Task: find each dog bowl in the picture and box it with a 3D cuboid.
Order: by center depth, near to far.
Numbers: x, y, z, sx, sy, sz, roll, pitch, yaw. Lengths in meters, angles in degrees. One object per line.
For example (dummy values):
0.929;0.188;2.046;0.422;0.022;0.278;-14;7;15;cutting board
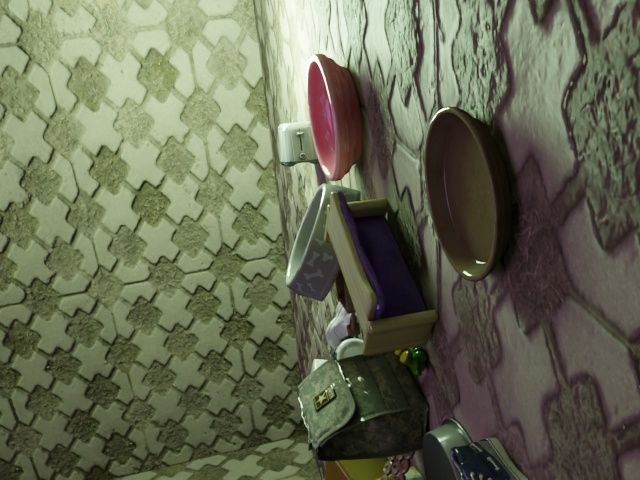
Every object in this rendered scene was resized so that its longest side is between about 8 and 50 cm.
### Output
0.000;0.000;1.897;0.349;0.102;0.349;-161;90;-81;dog bowl

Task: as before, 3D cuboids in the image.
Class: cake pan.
0.278;0.515;1.394;0.293;0.054;0.293;169;90;-81;cake pan

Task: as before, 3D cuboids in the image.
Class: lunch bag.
0.091;0.406;1.670;0.235;0.287;0.169;-116;18;-60;lunch bag

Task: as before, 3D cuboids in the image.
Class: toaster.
-0.081;-0.335;2.361;0.227;0.129;0.146;-138;43;-78;toaster

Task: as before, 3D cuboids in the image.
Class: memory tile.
0.195;0.550;1.704;0.113;0.012;0.148;-34;27;57;memory tile

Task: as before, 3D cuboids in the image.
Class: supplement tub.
0.093;0.376;2.131;0.190;0.117;0.117;110;148;-72;supplement tub

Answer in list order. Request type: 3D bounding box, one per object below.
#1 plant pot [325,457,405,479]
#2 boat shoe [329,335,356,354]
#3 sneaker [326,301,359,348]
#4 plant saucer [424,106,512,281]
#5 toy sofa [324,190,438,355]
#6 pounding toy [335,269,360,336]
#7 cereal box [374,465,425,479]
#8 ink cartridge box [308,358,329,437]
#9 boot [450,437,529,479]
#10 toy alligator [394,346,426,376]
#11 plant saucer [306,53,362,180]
0.149;0.658;1.903;0.187;0.212;0.212;53;155;41;plant pot
0.075;0.377;2.307;0.114;0.091;0.302;-131;32;-71;boat shoe
0.081;0.281;2.162;0.094;0.080;0.212;47;137;37;sneaker
0.231;-0.074;1.078;0.278;0.041;0.278;170;90;-81;plant saucer
0.126;0.054;1.500;0.177;0.150;0.362;97;160;-46;toy sofa
0.108;0.160;1.875;0.181;0.094;0.206;-127;27;-70;pounding toy
0.192;0.642;1.670;0.240;0.173;0.047;-163;57;-80;cereal box
0.012;0.515;2.219;0.212;0.093;0.154;-98;16;-56;ink cartridge box
0.287;0.404;1.125;0.190;0.086;0.069;-123;24;-66;boot
0.204;0.249;1.562;0.051;0.056;0.189;-56;18;7;toy alligator
0.039;-0.325;1.796;0.332;0.084;0.332;170;90;-80;plant saucer
